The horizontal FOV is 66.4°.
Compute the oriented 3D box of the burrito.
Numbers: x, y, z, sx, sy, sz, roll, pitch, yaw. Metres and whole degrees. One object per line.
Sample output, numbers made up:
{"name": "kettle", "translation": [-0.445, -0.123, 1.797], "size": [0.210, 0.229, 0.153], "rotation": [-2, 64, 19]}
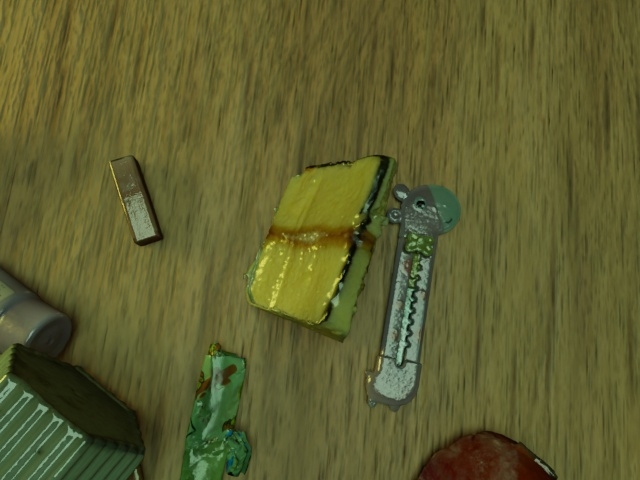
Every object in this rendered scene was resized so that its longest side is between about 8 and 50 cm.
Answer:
{"name": "burrito", "translation": [-0.156, 0.309, 0.763], "size": [0.104, 0.054, 0.288], "rotation": [11, 77, -5]}

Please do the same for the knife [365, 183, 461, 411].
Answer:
{"name": "knife", "translation": [0.155, 0.088, 0.836], "size": [0.132, 0.038, 0.398], "rotation": [12, 79, 0]}

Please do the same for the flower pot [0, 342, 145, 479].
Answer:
{"name": "flower pot", "translation": [-0.372, 0.275, 0.631], "size": [0.209, 0.239, 0.189], "rotation": [45, 74, -25]}

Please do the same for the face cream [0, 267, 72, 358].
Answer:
{"name": "face cream", "translation": [-0.525, 0.101, 0.759], "size": [0.274, 0.096, 0.154], "rotation": [23, 81, 13]}

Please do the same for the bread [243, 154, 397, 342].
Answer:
{"name": "bread", "translation": [0.000, 0.000, 0.737], "size": [0.198, 0.236, 0.263], "rotation": [19, 78, -1]}

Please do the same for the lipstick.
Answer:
{"name": "lipstick", "translation": [-0.310, -0.066, 0.821], "size": [0.045, 0.045, 0.145], "rotation": [-20, 82, -7]}

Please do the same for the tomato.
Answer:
{"name": "tomato", "translation": [0.260, 0.453, 0.709], "size": [0.309, 0.170, 0.309], "rotation": [1, 78, -5]}

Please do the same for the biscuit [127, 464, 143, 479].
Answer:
{"name": "biscuit", "translation": [-0.377, 0.420, 0.726], "size": [0.204, 0.040, 0.309], "rotation": [34, 77, 3]}
